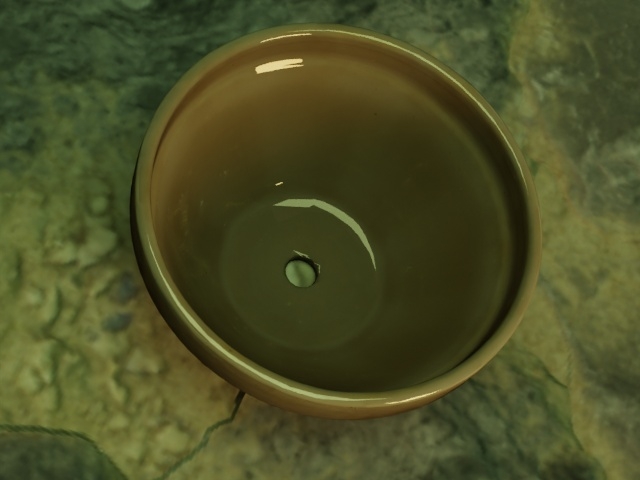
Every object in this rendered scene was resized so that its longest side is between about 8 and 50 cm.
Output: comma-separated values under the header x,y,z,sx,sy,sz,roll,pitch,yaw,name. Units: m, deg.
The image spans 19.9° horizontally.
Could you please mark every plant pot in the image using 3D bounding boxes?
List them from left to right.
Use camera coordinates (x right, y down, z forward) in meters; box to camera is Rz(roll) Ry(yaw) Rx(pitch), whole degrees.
x,y,z,sx,sy,sz,roll,pitch,yaw,name
0.000,0.000,1.068,0.237,0.110,0.237,6,67,-14,plant pot
